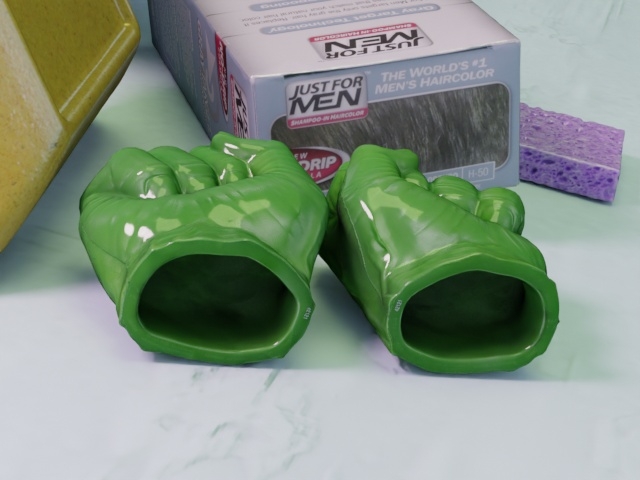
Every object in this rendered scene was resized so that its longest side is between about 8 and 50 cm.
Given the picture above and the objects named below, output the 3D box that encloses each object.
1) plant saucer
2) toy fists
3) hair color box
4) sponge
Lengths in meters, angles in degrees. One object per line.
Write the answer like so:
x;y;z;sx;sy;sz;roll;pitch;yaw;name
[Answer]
-0.207;-0.186;0.939;0.081;0.333;0.333;-18;20;12;plant saucer
0.000;0.000;0.904;0.279;0.096;0.142;3;24;-18;toy fists
-0.007;-0.148;1.175;0.185;0.114;0.374;-10;28;-13;hair color box
0.140;-0.088;1.260;0.210;0.031;0.117;16;23;8;sponge
